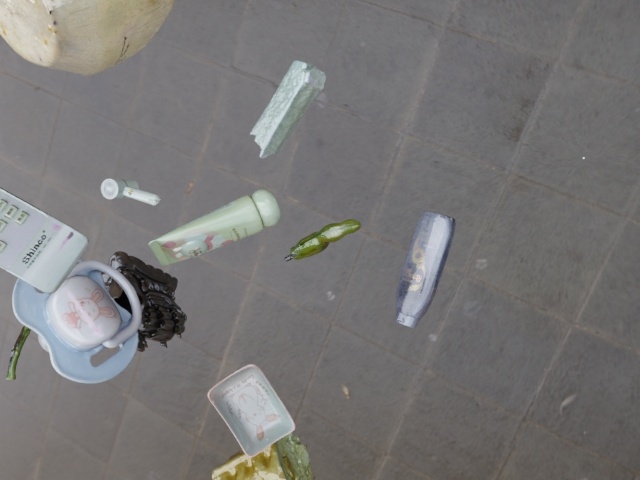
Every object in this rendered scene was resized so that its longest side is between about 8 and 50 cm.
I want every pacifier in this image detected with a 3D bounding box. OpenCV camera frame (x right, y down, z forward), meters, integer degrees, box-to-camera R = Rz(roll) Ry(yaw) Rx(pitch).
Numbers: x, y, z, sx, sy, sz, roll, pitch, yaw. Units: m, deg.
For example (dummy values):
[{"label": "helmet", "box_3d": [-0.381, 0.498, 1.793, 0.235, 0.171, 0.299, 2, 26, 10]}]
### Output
[{"label": "pacifier", "box_3d": [-0.522, 0.170, 1.329, 0.226, 0.238, 0.287, -30, 99, 38]}]

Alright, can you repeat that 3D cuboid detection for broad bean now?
[{"label": "broad bean", "box_3d": [0.000, 0.000, 1.519, 0.214, 0.070, 0.048, -24, 71, 23]}]

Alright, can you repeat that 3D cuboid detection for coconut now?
[{"label": "coconut", "box_3d": [-0.459, -0.519, 1.212, 0.346, 0.360, 0.346, 24, 140, 23]}]

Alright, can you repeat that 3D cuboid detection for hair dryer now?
[{"label": "hair dryer", "box_3d": [-0.411, -0.106, 1.402, 0.137, 0.082, 0.047, 16, 101, 18]}]

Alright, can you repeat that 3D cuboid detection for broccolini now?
[{"label": "broccolini", "box_3d": [-0.747, 0.238, 1.587, 0.054, 0.239, 0.051, 18, 147, -18]}]

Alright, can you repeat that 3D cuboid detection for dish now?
[{"label": "dish", "box_3d": [-0.179, 0.434, 1.634, 0.151, 0.077, 0.212, -33, 95, -4]}]

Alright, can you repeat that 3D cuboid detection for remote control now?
[{"label": "remote control", "box_3d": [-0.296, -0.013, 0.567, 0.166, 0.029, 0.065, 28, 74, 7]}]

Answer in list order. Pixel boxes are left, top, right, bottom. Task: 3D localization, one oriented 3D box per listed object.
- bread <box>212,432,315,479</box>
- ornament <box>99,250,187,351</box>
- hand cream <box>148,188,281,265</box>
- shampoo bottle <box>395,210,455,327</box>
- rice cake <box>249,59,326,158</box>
[{"label": "bread", "box_3d": [-0.161, 0.660, 1.733, 0.252, 0.196, 0.238, -28, 50, 18]}, {"label": "ornament", "box_3d": [-0.432, 0.175, 1.556, 0.106, 0.251, 0.260, -43, 49, 13]}, {"label": "hand cream", "box_3d": [-0.243, -0.029, 1.464, 0.306, 0.147, 0.093, -23, 70, -10]}, {"label": "shampoo bottle", "box_3d": [0.206, 0.059, 1.262, 0.087, 0.049, 0.233, 18, 91, 46]}, {"label": "rice cake", "box_3d": [-0.066, -0.260, 1.237, 0.063, 0.069, 0.206, 48, 119, 25]}]
